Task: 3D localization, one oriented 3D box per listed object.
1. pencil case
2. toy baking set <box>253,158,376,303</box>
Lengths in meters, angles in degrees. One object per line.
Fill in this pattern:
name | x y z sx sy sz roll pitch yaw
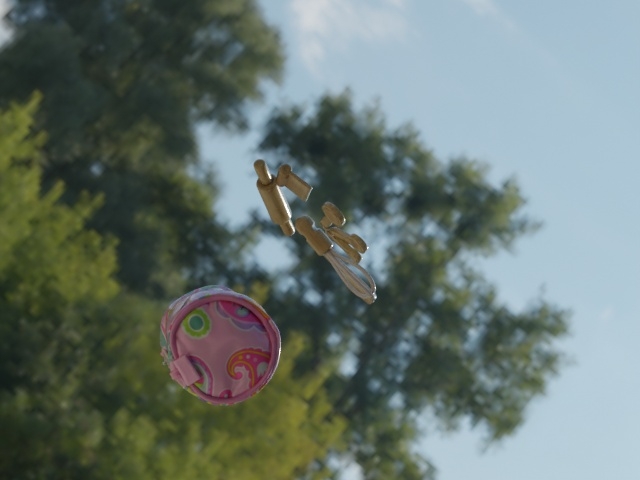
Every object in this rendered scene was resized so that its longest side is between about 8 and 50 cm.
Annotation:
pencil case | -0.115 0.111 1.687 0.124 0.124 0.284 43 -6 -6
toy baking set | -0.005 -0.004 2.066 0.197 0.030 0.256 39 -17 29
